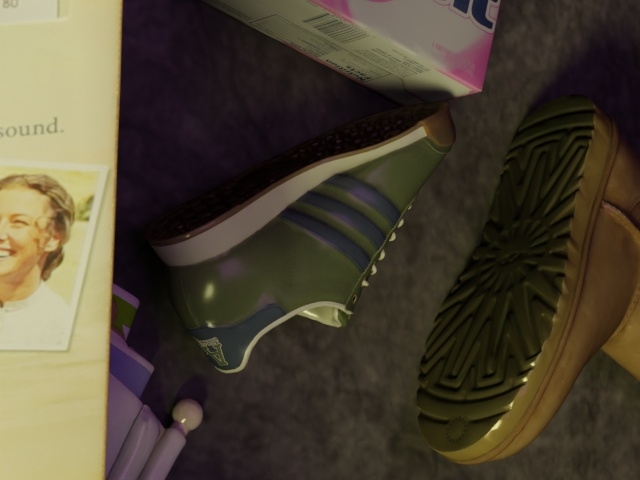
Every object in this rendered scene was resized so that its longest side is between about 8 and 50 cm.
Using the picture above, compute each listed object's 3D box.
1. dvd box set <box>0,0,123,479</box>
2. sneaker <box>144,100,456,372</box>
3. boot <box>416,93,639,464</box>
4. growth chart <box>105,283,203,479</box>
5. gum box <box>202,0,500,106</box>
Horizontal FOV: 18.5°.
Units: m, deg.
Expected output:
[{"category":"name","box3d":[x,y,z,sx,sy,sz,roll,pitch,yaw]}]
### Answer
[{"category":"dvd box set","box3d":[-0.210,0.044,0.532,0.307,0.062,0.420,-7,124,-19]},{"category":"sneaker","box3d":[0.000,0.000,0.982,0.192,0.064,0.086,-28,109,-37]},{"category":"boot","box3d":[0.196,0.077,1.105,0.269,0.089,0.236,39,63,-29]},{"category":"growth chart","box3d":[-0.150,0.055,0.880,0.237,0.021,0.172,48,58,-23]},{"category":"gum box","box3d":[0.015,-0.152,1.008,0.188,0.062,0.107,25,70,-33]}]
